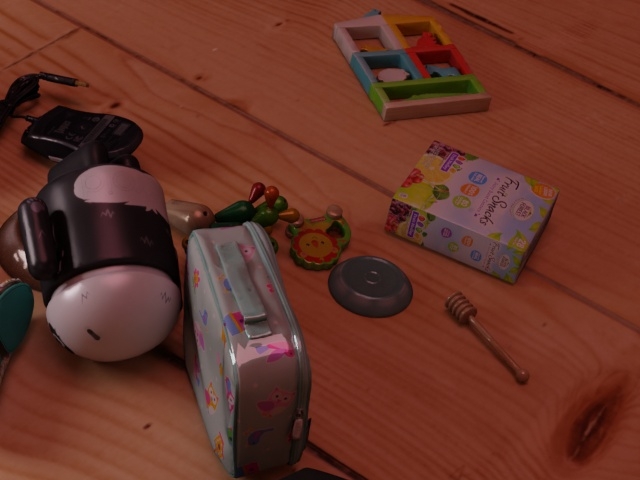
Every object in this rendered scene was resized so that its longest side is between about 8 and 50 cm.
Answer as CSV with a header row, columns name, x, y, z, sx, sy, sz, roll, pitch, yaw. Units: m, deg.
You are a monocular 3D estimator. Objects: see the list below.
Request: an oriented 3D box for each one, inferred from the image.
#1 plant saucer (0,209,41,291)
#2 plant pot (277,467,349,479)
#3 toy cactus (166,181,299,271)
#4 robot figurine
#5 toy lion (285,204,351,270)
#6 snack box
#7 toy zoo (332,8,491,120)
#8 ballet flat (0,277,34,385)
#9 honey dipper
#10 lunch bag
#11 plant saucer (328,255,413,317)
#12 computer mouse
name,x,y,z,sx,sy,sz,roll,pitch,yaw
plant saucer,-0.341,-0.005,1.813,0.199,0.036,0.198,7,41,-6
plant pot,-0.014,0.348,1.382,0.187,0.188,0.167,-20,36,-30
toy cactus,-0.141,-0.019,1.834,0.181,0.112,0.219,20,50,26
robot figurine,-0.271,0.017,1.673,0.209,0.173,0.278,-5,61,-16
toy lion,0.000,0.000,1.884,0.100,0.034,0.096,-13,53,-25
snack box,0.223,-0.046,1.950,0.207,0.070,0.174,23,42,12
toy zoo,0.143,-0.309,2.262,0.192,0.030,0.293,-7,44,-19
ballet flat,-0.416,0.132,1.610,0.077,0.091,0.241,-8,35,13
honey dipper,0.225,0.132,1.783,0.030,0.030,0.160,-19,53,-30
lunch bag,-0.087,0.124,1.574,0.108,0.224,0.279,-6,43,-18
plant saucer,0.071,0.057,1.837,0.119,0.021,0.119,6,42,-5
computer mouse,-0.368,-0.173,1.986,0.262,0.060,0.184,10,42,15
